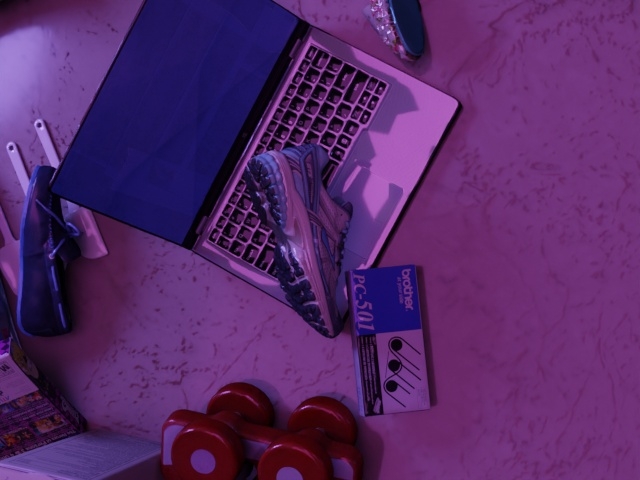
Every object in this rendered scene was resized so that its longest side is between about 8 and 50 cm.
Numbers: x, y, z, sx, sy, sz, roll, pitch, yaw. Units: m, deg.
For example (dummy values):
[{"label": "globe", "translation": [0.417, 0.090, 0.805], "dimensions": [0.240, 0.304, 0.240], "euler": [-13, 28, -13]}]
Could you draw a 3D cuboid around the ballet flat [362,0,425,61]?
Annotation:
[{"label": "ballet flat", "translation": [0.092, -0.363, 1.718], "dimensions": [0.077, 0.091, 0.240], "euler": [-20, 78, 42]}]

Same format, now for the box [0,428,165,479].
[{"label": "box", "translation": [-0.325, 0.352, 1.649], "dimensions": [0.148, 0.311, 0.121], "euler": [11, 92, 15]}]

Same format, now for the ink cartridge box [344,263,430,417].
[{"label": "ink cartridge box", "translation": [0.094, 0.141, 1.687], "dimensions": [0.097, 0.046, 0.207], "euler": [-5, 86, -8]}]

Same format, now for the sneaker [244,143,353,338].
[{"label": "sneaker", "translation": [0.000, 0.000, 1.638], "dimensions": [0.122, 0.110, 0.283], "euler": [-24, 111, -20]}]

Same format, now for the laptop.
[{"label": "laptop", "translation": [-0.082, -0.131, 1.656], "dimensions": [0.408, 0.236, 0.382], "euler": [29, 95, 12]}]

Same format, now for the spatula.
[{"label": "spatula", "translation": [-0.447, -0.053, 1.846], "dimensions": [0.168, 0.019, 0.242], "euler": [-26, 82, 11]}]

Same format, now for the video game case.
[{"label": "video game case", "translation": [-0.500, 0.257, 1.763], "dimensions": [0.232, 0.210, 0.041], "euler": [-22, 40, 11]}]

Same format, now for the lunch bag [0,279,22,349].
[{"label": "lunch bag", "translation": [-0.581, 0.154, 1.799], "dimensions": [0.223, 0.160, 0.262], "euler": [-17, 96, 6]}]

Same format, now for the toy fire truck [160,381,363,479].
[{"label": "toy fire truck", "translation": [-0.084, 0.355, 1.685], "dimensions": [0.302, 0.169, 0.253], "euler": [8, 108, 14]}]

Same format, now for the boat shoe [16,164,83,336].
[{"label": "boat shoe", "translation": [-0.398, 0.016, 1.789], "dimensions": [0.089, 0.109, 0.258], "euler": [5, 105, 1]}]
